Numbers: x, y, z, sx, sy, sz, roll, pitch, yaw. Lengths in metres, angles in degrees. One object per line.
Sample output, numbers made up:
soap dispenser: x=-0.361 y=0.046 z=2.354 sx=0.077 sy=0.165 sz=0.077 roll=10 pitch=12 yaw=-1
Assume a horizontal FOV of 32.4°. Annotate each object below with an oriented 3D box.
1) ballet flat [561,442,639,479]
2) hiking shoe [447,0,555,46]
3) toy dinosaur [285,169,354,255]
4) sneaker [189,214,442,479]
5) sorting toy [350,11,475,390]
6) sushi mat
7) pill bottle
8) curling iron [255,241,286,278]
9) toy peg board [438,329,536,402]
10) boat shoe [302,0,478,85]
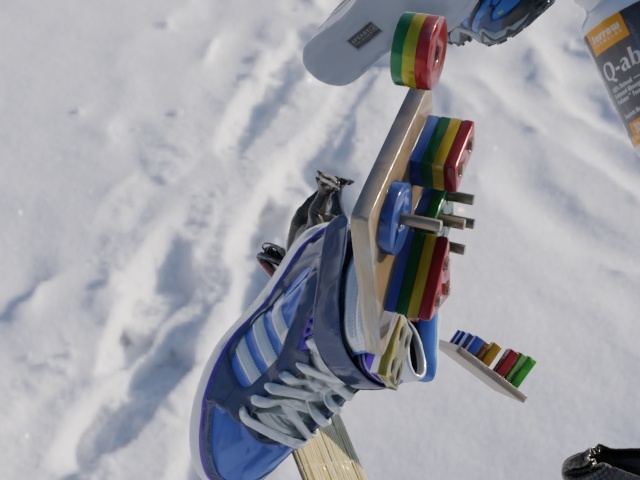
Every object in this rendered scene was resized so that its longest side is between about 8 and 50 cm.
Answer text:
ballet flat: x=0.395 y=0.256 z=1.232 sx=0.250 sy=0.058 sz=0.084 roll=-3 pitch=23 yaw=20
hiking shoe: x=0.277 y=-0.415 z=1.907 sx=0.113 sy=0.132 sz=0.304 roll=-44 pitch=21 yaw=-18
toy dinosaur: x=0.000 y=0.000 z=1.397 sx=0.121 sy=0.160 sz=0.313 roll=22 pitch=11 yaw=-25
sneaker: x=0.002 y=0.130 z=1.086 sx=0.130 sy=0.323 sz=0.236 roll=32 pitch=-6 yaw=-28
sorting toy: x=0.067 y=-0.005 z=0.727 sx=0.046 sy=0.274 sz=0.132 roll=11 pitch=49 yaw=18
sushi mat: x=0.041 y=0.443 z=1.881 sx=0.151 sy=0.019 sz=0.316 roll=4 pitch=54 yaw=-47
pill bottle: x=0.460 y=-0.266 z=1.531 sx=0.162 sy=0.162 sz=0.278 roll=-20 pitch=82 yaw=-31
curling iron: x=-0.031 y=0.100 z=1.829 sx=0.068 sy=0.274 sz=0.035 roll=12 pitch=57 yaw=37
toy peg board: x=0.311 y=0.214 z=2.049 sx=0.160 sy=0.079 sz=0.161 roll=37 pitch=-6 yaw=-9
boat shoe: x=0.097 y=-0.298 z=1.382 sx=0.113 sy=0.306 sz=0.105 roll=36 pitch=55 yaw=-16
